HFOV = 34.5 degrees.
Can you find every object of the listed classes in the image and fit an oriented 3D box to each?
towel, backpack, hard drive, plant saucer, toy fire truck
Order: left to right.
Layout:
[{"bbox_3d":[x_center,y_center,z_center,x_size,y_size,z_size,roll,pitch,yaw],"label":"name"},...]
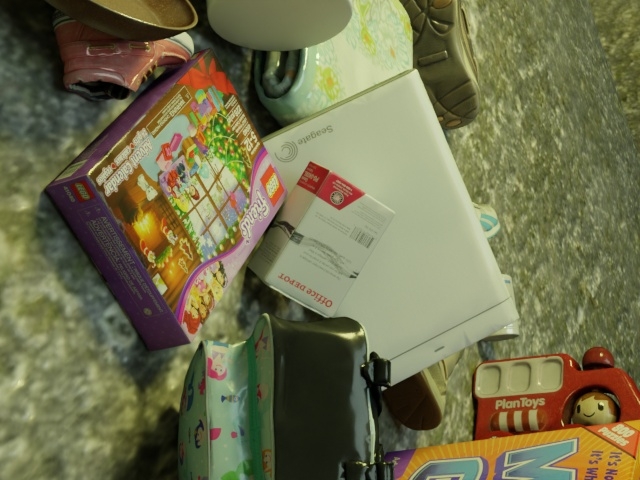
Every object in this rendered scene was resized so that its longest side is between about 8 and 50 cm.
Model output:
[{"bbox_3d":[-0.215,-0.244,0.992,0.198,0.036,0.198,26,23,-12],"label":"plant saucer"},{"bbox_3d":[-0.042,0.200,1.000,0.253,0.191,0.225,111,-23,-70],"label":"backpack"},{"bbox_3d":[0.036,-0.254,1.464,0.320,0.090,0.374,41,44,-45],"label":"towel"},{"bbox_3d":[0.083,-0.007,1.303,0.353,0.233,0.047,66,-8,-12],"label":"hard drive"},{"bbox_3d":[0.369,0.288,1.598,0.169,0.302,0.254,37,51,-42],"label":"toy fire truck"}]

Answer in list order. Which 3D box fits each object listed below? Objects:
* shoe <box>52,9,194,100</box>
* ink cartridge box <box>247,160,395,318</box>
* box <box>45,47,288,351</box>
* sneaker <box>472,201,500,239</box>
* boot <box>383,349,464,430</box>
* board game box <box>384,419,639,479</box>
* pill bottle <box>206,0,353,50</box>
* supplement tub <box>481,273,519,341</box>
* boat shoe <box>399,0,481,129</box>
[{"bbox_3d":[-0.197,-0.181,1.057,0.178,0.063,0.081,4,76,-54],"label":"shoe"},{"bbox_3d":[0.000,0.000,1.216,0.109,0.063,0.150,31,91,-32],"label":"ink cartridge box"},{"bbox_3d":[-0.145,-0.053,1.089,0.201,0.057,0.293,62,32,-24],"label":"box"},{"bbox_3d":[0.236,-0.037,1.720,0.228,0.087,0.092,-28,100,-62],"label":"sneaker"},{"bbox_3d":[0.134,0.108,1.467,0.262,0.095,0.203,66,31,-20],"label":"boot"},{"bbox_3d":[0.239,0.477,1.218,0.356,0.356,0.356,67,30,-16],"label":"board game box"},{"bbox_3d":[-0.055,-0.431,1.258,0.210,0.210,0.363,25,56,-55],"label":"pill bottle"},{"bbox_3d":[0.304,0.117,1.786,0.071,0.071,0.107,20,61,-56],"label":"supplement tub"},{"bbox_3d":[0.187,-0.368,1.764,0.130,0.132,0.355,-62,140,-63],"label":"boat shoe"}]
